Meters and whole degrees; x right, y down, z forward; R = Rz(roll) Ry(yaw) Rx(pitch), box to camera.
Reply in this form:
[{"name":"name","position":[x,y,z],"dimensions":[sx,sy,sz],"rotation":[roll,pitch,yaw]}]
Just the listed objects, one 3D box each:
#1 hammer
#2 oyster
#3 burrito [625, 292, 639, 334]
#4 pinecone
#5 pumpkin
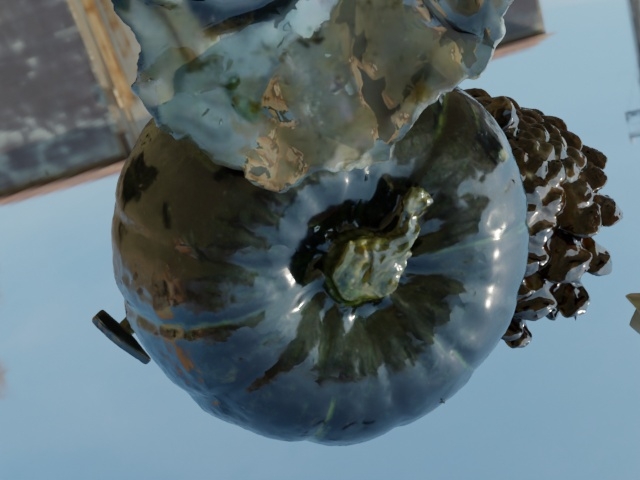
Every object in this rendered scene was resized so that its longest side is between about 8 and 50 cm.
[{"name":"hammer","position":[-0.131,0.038,0.878],"dimensions":[0.013,0.062,0.199],"rotation":[-43,-176,43]},{"name":"oyster","position":[-0.020,-0.195,0.484],"dimensions":[0.238,0.351,0.115],"rotation":[-14,-162,10]},{"name":"burrito","position":[0.158,0.114,0.335],"dimensions":[0.064,0.203,0.064],"rotation":[-8,168,-2]},{"name":"pinecone","position":[0.181,-0.020,1.049],"dimensions":[0.298,0.296,0.242],"rotation":[8,-171,-3]},{"name":"pumpkin","position":[0.000,0.000,0.727],"dimensions":[0.323,0.323,0.241],"rotation":[-22,-160,-7]}]
